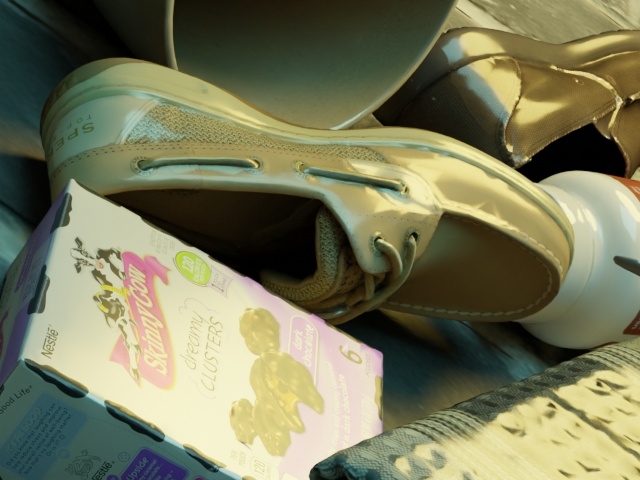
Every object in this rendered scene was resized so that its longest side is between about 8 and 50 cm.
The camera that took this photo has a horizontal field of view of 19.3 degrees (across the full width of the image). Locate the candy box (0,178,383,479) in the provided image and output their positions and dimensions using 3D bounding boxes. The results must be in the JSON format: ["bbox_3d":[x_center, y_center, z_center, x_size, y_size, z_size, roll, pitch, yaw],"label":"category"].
[{"bbox_3d":[-0.067,0.079,0.924,0.196,0.070,0.165,30,28,-16],"label":"candy box"}]

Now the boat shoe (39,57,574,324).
[{"bbox_3d":[0.000,0.000,1.091,0.341,0.121,0.110,14,39,-22],"label":"boat shoe"}]

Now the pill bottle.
[{"bbox_3d":[0.201,0.016,1.289,0.216,0.121,0.121,8,40,-46],"label":"pill bottle"}]

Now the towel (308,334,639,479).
[{"bbox_3d":[0.197,0.172,0.864,0.324,0.056,0.312,38,28,26],"label":"towel"}]

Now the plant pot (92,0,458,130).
[{"bbox_3d":[-0.077,-0.232,1.245,0.256,0.256,0.274,4,26,-47],"label":"plant pot"}]

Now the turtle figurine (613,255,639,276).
[{"bbox_3d":[0.292,0.171,1.054,0.274,0.266,0.198,53,52,-45],"label":"turtle figurine"}]

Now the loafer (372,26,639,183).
[{"bbox_3d":[0.184,-0.073,1.427,0.366,0.134,0.130,-6,60,-47],"label":"loafer"}]
